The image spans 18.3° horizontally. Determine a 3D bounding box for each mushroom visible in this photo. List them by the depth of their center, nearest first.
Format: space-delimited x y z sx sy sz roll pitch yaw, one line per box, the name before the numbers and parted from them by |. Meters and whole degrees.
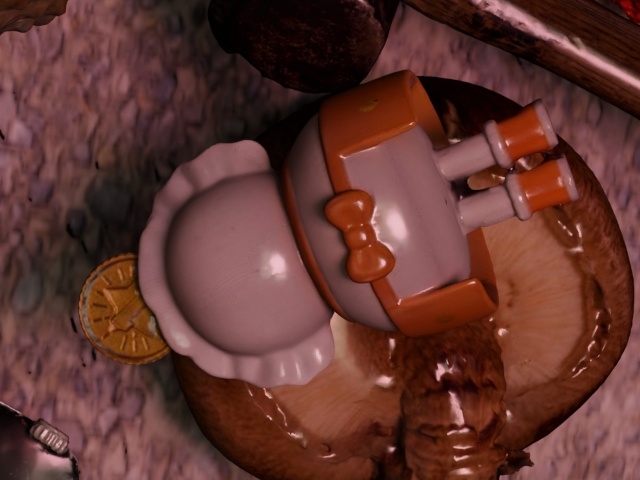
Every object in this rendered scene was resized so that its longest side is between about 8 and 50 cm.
mushroom | 0.050 0.041 1.210 0.297 0.163 0.278 -5 87 -17

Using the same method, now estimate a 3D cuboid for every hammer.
hammer | 0.147 -0.115 1.175 0.408 0.095 0.242 28 45 -10

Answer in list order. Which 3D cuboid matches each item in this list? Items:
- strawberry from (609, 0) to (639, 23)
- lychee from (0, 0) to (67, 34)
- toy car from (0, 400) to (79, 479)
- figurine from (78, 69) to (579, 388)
strawberry | 0.214 -0.212 1.262 0.148 0.131 0.131 38 82 -27
lychee | -0.214 -0.221 1.042 0.255 0.274 0.255 0 90 -41
toy car | -0.236 0.115 1.168 0.205 0.056 0.095 35 84 -15
figurine | 0.002 0.000 1.051 0.271 0.143 0.143 -21 102 -6
